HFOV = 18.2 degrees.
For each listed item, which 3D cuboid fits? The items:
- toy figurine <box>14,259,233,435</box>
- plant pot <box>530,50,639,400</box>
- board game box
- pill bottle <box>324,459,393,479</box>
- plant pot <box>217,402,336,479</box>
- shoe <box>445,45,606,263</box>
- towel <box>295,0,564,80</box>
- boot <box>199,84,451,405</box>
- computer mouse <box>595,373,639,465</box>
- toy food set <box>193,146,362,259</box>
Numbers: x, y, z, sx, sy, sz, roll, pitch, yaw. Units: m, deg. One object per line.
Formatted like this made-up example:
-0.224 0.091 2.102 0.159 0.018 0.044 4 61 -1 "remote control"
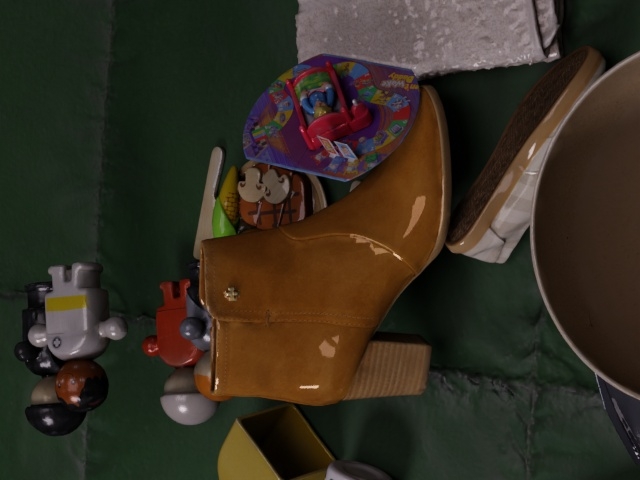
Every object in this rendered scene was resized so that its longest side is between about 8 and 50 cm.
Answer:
-0.175 0.103 1.879 0.209 0.213 0.148 154 114 -70 "toy figurine"
0.332 -0.005 1.556 0.284 0.191 0.284 -4 82 31 "plant pot"
0.005 -0.122 1.779 0.169 0.033 0.133 15 60 34 "board game box"
0.023 0.268 1.851 0.065 0.065 0.116 24 103 32 "pill bottle"
-0.051 0.216 1.895 0.081 0.081 0.083 53 127 22 "plant pot"
0.189 -0.072 1.745 0.219 0.058 0.076 -56 18 19 "shoe"
0.090 -0.236 1.811 0.282 0.049 0.187 -7 86 34 "towel"
0.000 0.001 1.772 0.104 0.211 0.295 -165 80 -78 "boot"
0.316 0.118 1.639 0.184 0.060 0.262 -20 70 17 "computer mouse"
-0.048 -0.019 1.912 0.192 0.038 0.132 13 98 33 "toy food set"
